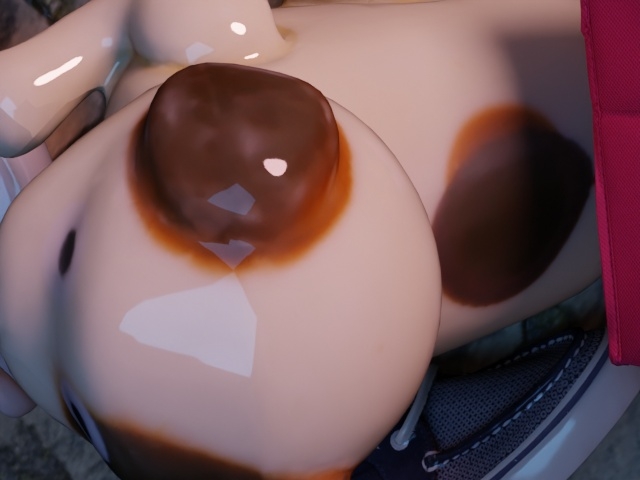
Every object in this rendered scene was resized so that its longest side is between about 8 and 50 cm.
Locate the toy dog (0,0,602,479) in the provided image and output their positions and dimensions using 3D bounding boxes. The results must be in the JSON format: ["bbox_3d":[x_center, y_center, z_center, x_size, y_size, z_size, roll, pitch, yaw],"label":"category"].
[{"bbox_3d":[0.000,0.000,0.898,0.395,0.408,0.284,17,116,20],"label":"toy dog"}]

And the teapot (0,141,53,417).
[{"bbox_3d":[-0.288,-0.022,1.169,0.253,0.187,0.256,14,99,-9],"label":"teapot"}]

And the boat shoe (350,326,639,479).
[{"bbox_3d":[0.038,0.122,1.088,0.158,0.127,0.340,45,122,-5],"label":"boat shoe"}]

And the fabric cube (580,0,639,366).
[{"bbox_3d":[0.291,-0.075,0.750,0.258,0.254,0.259,8,109,59],"label":"fabric cube"}]
